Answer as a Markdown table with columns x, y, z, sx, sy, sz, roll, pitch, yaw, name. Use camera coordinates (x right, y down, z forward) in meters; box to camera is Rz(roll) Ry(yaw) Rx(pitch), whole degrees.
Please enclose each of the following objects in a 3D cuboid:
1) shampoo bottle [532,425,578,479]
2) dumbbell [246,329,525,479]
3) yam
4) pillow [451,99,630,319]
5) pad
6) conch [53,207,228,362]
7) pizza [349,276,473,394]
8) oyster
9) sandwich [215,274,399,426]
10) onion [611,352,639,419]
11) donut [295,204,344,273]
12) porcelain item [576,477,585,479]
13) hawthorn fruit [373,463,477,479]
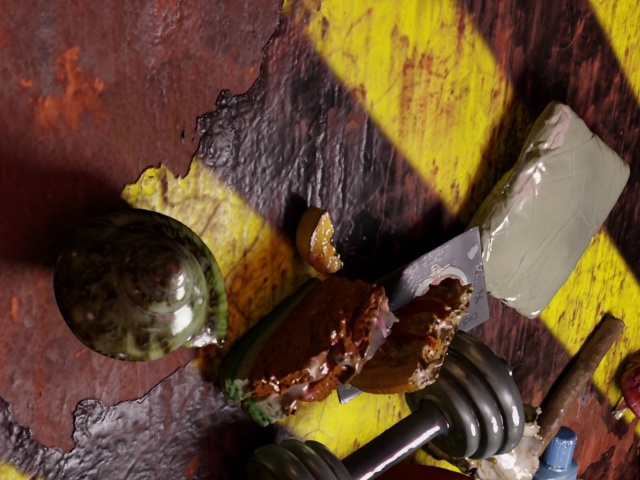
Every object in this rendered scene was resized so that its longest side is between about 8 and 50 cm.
| x | y | z | sx | sy | sz | roll | pitch | yaw | name |
| --- | --- | --- | --- | --- | --- | --- | --- | --- | --- |
| 0.390 | 0.436 | 1.914 | 0.103 | 0.061 | 0.258 | -12 | 119 | -37 | shampoo bottle |
| 0.082 | 0.257 | 1.372 | 0.406 | 0.179 | 0.179 | -30 | 130 | -25 | dumbbell |
| 0.407 | 0.257 | 1.851 | 0.327 | 0.045 | 0.045 | -51 | -177 | -15 | yam |
| 0.307 | -0.035 | 1.563 | 0.280 | 0.076 | 0.274 | 25 | 100 | -52 | pillow |
| 0.114 | 0.098 | 1.439 | 0.245 | 0.006 | 0.170 | -28 | 131 | -19 | pad |
| -0.153 | 0.043 | 1.036 | 0.187 | 0.181 | 0.124 | 20 | 102 | -24 | conch |
| 0.112 | 0.102 | 1.337 | 0.199 | 0.188 | 0.062 | -43 | 110 | -26 | pizza |
| 0.248 | 0.301 | 1.657 | 0.341 | 0.110 | 0.166 | 17 | 104 | -53 | oyster |
| -0.006 | 0.130 | 1.253 | 0.185 | 0.160 | 0.109 | -46 | 119 | -31 | sandwich |
| 0.585 | 0.286 | 2.018 | 0.150 | 0.150 | 0.140 | -12 | 151 | -43 | onion |
| 0.000 | 0.000 | 1.280 | 0.083 | 0.038 | 0.067 | 24 | 90 | -55 | donut |
| 0.503 | 0.499 | 2.076 | 0.215 | 0.069 | 0.081 | 36 | 78 | -55 | porcelain item |
| 0.160 | 0.446 | 1.527 | 0.295 | 0.295 | 0.311 | -29 | 106 | -34 | hawthorn fruit |
